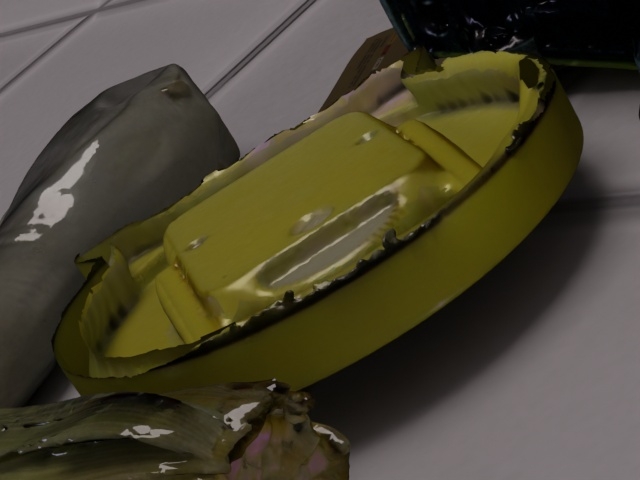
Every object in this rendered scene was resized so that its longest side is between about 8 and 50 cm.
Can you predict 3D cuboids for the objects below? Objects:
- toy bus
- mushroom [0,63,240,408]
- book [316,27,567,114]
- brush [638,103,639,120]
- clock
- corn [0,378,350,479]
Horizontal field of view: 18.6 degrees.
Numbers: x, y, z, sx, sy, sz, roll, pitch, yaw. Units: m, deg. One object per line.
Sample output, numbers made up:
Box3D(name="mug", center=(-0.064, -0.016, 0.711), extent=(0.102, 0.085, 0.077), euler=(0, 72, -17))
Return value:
Box3D(name="toy bus", center=(0.148, -0.169, 1.035), extent=(0.150, 0.128, 0.262), euler=(-42, 31, -27))
Box3D(name="mushroom", center=(-0.152, 0.012, 1.137), extent=(0.109, 0.097, 0.351), euler=(-13, 32, 45))
Box3D(name="book", center=(0.091, -0.117, 1.182), extent=(0.199, 0.016, 0.138), euler=(-17, 26, 33))
Box3D(name="brush", center=(0.240, -0.091, 0.862), extent=(0.197, 0.059, 0.123), euler=(-43, 25, -25))
Box3D(name="clock", center=(0.002, 0.004, 0.961), extent=(0.277, 0.071, 0.293), euler=(-30, 16, 3))
Box3D(name="corn", center=(-0.113, 0.115, 0.805), extent=(0.305, 0.123, 0.122), euler=(-11, 27, 41))
